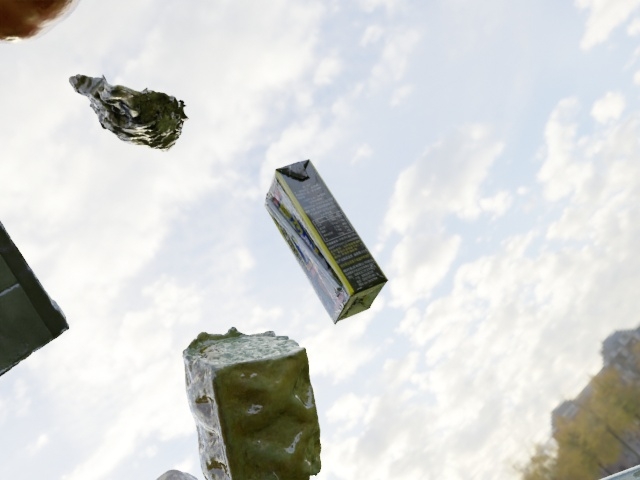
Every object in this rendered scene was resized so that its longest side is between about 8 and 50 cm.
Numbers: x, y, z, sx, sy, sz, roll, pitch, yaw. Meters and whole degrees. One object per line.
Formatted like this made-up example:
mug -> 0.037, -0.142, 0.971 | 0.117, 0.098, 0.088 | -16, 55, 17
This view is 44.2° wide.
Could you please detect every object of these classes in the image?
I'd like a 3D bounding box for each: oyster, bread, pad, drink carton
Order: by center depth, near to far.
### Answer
oyster -> -0.187, -0.123, 0.800 | 0.148, 0.103, 0.051 | 18, -101, -59
drink carton -> 0.000, 0.000, 0.842 | 0.056, 0.166, 0.071 | -20, -24, -29
pad -> -0.455, 0.061, 1.053 | 0.022, 0.233, 0.174 | -26, 10, 34
bread -> -0.113, 0.290, 1.351 | 0.196, 0.238, 0.252 | -9, -81, -37

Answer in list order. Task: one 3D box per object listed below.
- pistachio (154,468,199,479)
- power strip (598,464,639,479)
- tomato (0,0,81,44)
pistachio -> -0.267, 0.558, 1.545 | 0.152, 0.223, 0.126 | -17, -6, 9
power strip -> 0.311, 0.309, 0.819 | 0.270, 0.118, 0.046 | -28, -35, 17
tomato -> -0.346, -0.319, 0.796 | 0.260, 0.260, 0.180 | -56, -7, 16
